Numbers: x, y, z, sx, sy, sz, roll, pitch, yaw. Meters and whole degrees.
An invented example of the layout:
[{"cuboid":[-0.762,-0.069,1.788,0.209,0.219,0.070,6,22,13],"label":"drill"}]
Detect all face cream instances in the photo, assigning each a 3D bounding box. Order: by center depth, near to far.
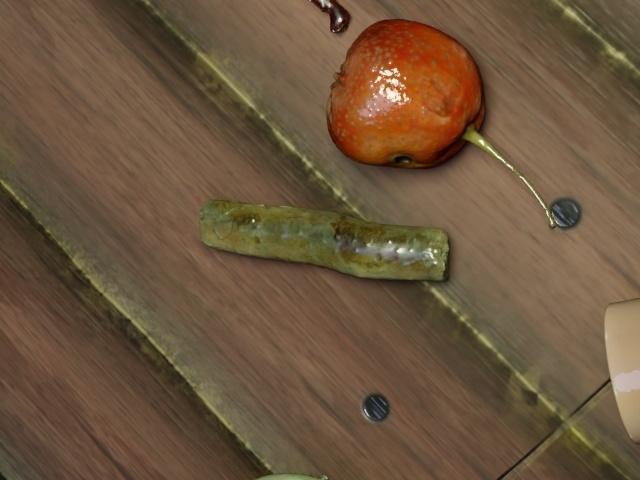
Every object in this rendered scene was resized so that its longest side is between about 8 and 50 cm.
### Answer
[{"cuboid":[0.358,0.127,1.123,0.104,0.149,0.149,-13,94,24],"label":"face cream"}]

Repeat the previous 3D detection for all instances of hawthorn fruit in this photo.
[{"cuboid":[0.143,-0.120,1.178,0.285,0.165,0.165,29,109,10],"label":"hawthorn fruit"}]

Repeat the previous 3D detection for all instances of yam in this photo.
[{"cuboid":[0.000,0.000,1.300,0.317,0.067,0.071,8,132,21],"label":"yam"}]

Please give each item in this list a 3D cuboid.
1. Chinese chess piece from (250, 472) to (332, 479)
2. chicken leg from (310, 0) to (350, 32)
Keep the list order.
[{"cuboid":[-0.020,0.442,1.273,0.349,0.146,0.349,29,132,39],"label":"Chinese chess piece"},{"cuboid":[-0.024,-0.341,1.258,0.089,0.048,0.219,-6,97,27],"label":"chicken leg"}]
